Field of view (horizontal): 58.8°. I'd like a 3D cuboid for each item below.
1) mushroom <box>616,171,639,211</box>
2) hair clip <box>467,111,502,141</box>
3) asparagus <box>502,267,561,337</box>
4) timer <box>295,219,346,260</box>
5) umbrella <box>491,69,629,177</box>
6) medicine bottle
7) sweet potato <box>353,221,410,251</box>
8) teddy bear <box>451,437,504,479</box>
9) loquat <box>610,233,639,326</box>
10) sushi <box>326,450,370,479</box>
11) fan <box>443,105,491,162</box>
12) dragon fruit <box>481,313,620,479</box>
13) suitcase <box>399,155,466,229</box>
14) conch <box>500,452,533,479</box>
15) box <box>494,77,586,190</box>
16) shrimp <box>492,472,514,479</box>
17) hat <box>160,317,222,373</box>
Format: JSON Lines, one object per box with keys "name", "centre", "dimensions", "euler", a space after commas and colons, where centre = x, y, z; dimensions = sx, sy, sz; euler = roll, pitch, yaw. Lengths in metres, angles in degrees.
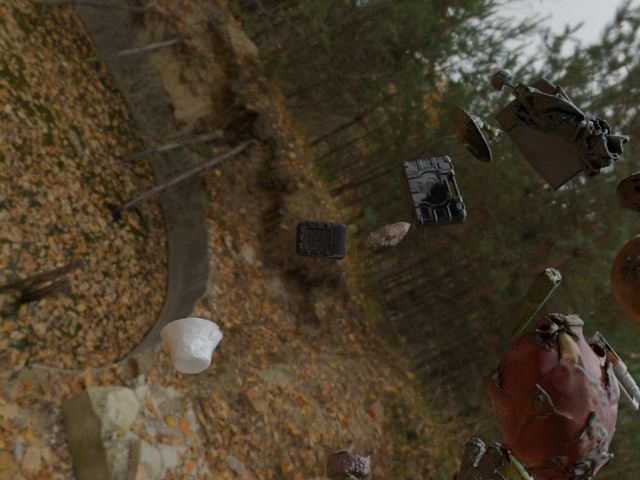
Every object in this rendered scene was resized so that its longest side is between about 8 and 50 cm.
{"name": "mushroom", "centre": [0.880, -0.176, 1.479], "dimensions": [0.148, 0.227, 0.217], "euler": [91, 7, -54]}
{"name": "hair clip", "centre": [0.563, -0.403, 2.000], "dimensions": [0.172, 0.049, 0.116], "euler": [27, 20, -19]}
{"name": "asparagus", "centre": [0.621, 0.187, 1.674], "dimensions": [0.277, 0.060, 0.067], "euler": [106, 9, -46]}
{"name": "timer", "centre": [0.000, 0.000, 2.128], "dimensions": [0.055, 0.188, 0.143], "euler": [114, -20, -69]}
{"name": "umbrella", "centre": [0.537, -0.282, 1.326], "dimensions": [0.349, 0.094, 0.143], "euler": [44, -27, 20]}
{"name": "medicine bottle", "centre": [0.818, 0.365, 1.590], "dimensions": [0.220, 0.061, 0.092], "euler": [54, 36, 7]}
{"name": "sweet potato", "centre": [0.184, -0.009, 1.642], "dimensions": [0.068, 0.206, 0.060], "euler": [65, -21, 17]}
{"name": "teddy bear", "centre": [0.469, 0.724, 1.708], "dimensions": [0.182, 0.129, 0.251], "euler": [4, -84, 57]}
{"name": "loquat", "centre": [1.009, 0.120, 1.618], "dimensions": [0.328, 0.329, 0.328], "euler": [61, 9, -17]}
{"name": "sushi", "centre": [0.091, 0.897, 2.218], "dimensions": [0.162, 0.241, 0.107], "euler": [18, 52, -15]}
{"name": "fan", "centre": [0.487, -0.383, 1.961], "dimensions": [0.294, 0.012, 0.223], "euler": [51, -4, 48]}
{"name": "dragon fruit", "centre": [0.441, 0.301, 1.089], "dimensions": [0.250, 0.251, 0.314], "euler": [-44, 121, -81]}
{"name": "suitcase", "centre": [0.425, -0.185, 2.171], "dimensions": [0.066, 0.207, 0.285], "euler": [89, -8, -64]}
{"name": "conch", "centre": [0.564, 0.701, 1.604], "dimensions": [0.080, 0.095, 0.200], "euler": [-15, 95, -41]}
{"name": "box", "centre": [0.659, -0.311, 1.647], "dimensions": [0.252, 0.188, 0.153], "euler": [41, 22, -21]}
{"name": "shrimp", "centre": [0.461, 0.589, 1.202], "dimensions": [0.254, 0.059, 0.145], "euler": [24, 12, 34]}
{"name": "hat", "centre": [-0.421, 0.353, 1.848], "dimensions": [0.203, 0.203, 0.126], "euler": [55, 22, -47]}
